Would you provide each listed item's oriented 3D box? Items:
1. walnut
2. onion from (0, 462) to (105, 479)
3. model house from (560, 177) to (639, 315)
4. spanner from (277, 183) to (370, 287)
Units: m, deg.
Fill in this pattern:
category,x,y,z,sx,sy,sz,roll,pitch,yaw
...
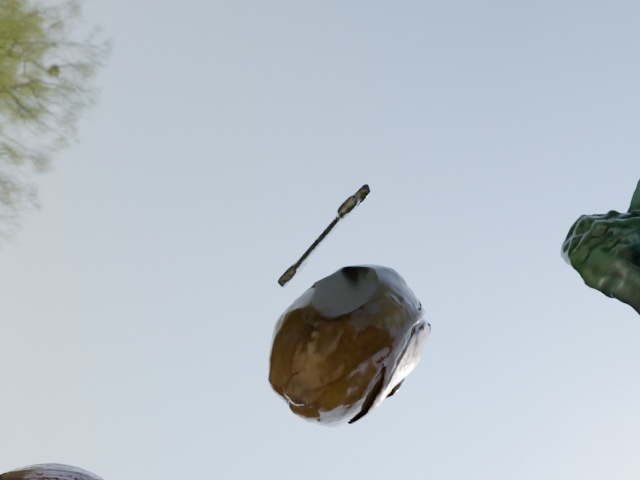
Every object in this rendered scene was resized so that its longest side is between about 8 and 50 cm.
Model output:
category,x,y,z,sx,sy,sz,roll,pitch,yaw
walnut,0.030,0.095,0.685,0.137,0.245,0.137,7,-71,21
onion,-0.312,0.431,0.793,0.358,0.344,0.358,-179,-90,-67
model house,0.343,-0.038,0.477,0.261,0.225,0.241,45,-56,58
spanner,0.000,0.000,0.859,0.015,0.054,0.254,46,-32,3
